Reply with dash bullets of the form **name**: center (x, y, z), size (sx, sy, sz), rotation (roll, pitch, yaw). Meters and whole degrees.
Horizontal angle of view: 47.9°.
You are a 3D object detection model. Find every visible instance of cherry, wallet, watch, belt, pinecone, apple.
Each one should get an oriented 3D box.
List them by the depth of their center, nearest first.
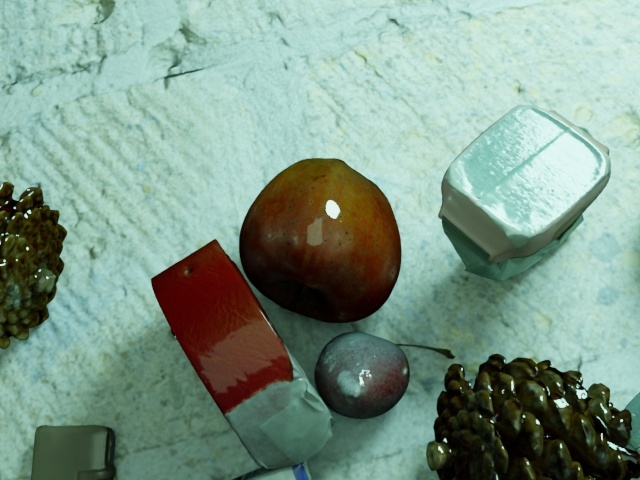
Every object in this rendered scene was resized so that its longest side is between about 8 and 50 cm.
- **pinecone**: center (0.252, 0.251, 0.880), size (0.273, 0.224, 0.224), rotation (-3, 67, -17)
- **belt**: center (-0.105, 0.144, 0.936), size (0.115, 0.227, 0.324), rotation (-34, 53, -6)
- **cherry**: center (0.084, 0.184, 0.960), size (0.188, 0.148, 0.115), rotation (8, 78, 8)
- **watch**: center (0.275, -0.050, 0.975), size (0.253, 0.241, 0.162), rotation (-39, 67, -11)
- **wallet**: center (-0.343, 0.333, 0.995), size (0.118, 0.039, 0.152), rotation (1, 73, 5)
- **apple**: center (-0.001, -0.001, 0.998), size (0.234, 0.234, 0.234), rotation (-2, 69, 5)
- **pinecone**: center (-0.504, 0.029, 1.018), size (0.264, 0.264, 0.264), rotation (-2, 69, 5)

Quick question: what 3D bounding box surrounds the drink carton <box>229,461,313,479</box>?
- **drink carton**: center (-0.147, 0.388, 0.913), size (0.315, 0.106, 0.130), rotation (-21, 79, -2)

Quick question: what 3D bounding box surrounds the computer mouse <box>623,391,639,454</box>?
- **computer mouse**: center (0.493, 0.216, 0.945), size (0.229, 0.068, 0.113), rotation (-34, 71, -7)
